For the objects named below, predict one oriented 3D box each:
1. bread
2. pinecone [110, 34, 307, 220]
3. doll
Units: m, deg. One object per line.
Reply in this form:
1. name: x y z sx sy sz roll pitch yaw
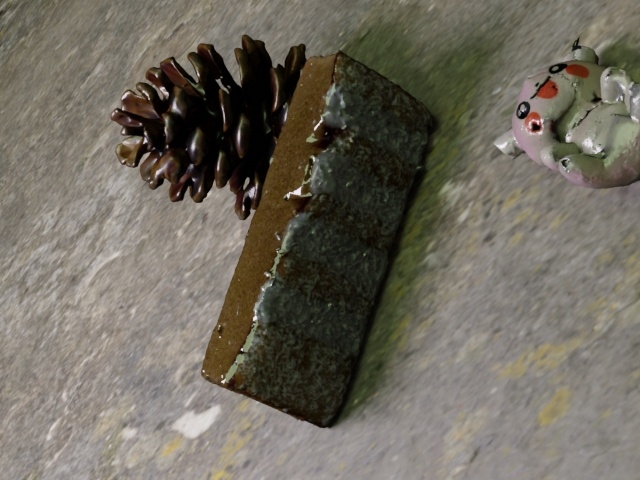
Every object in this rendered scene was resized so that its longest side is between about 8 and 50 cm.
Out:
1. bread: 0.000 0.000 1.361 0.113 0.165 0.417 6 75 55
2. pinecone: -0.116 -0.145 1.493 0.244 0.309 0.244 -179 90 -78
3. doll: 0.270 -0.122 1.173 0.149 0.095 0.192 -52 38 6
